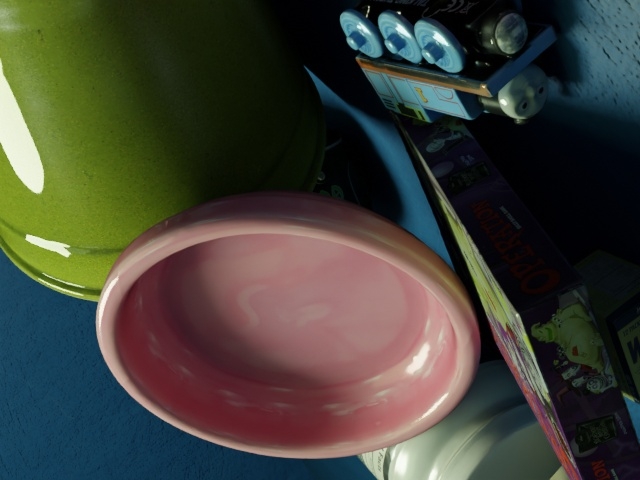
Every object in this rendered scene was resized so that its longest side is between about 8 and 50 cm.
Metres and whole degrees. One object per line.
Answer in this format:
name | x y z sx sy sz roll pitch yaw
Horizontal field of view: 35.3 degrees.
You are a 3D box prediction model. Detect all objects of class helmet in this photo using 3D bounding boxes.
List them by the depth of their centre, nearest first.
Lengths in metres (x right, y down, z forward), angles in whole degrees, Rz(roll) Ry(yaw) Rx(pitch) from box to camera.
helmet | -0.020 -0.030 1.116 0.169 0.169 0.161 27 132 63

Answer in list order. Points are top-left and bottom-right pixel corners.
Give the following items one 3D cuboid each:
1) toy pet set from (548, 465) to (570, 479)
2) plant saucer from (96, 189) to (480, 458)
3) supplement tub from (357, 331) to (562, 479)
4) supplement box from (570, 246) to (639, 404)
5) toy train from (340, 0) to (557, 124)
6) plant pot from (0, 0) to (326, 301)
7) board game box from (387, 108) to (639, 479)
toy pet set | 0.258 0.215 0.885 0.065 0.114 0.122 49 172 -27
plant saucer | -0.026 0.072 0.891 0.084 0.332 0.332 -84 -19 -43
supplement tub | 0.115 0.173 1.070 0.272 0.191 0.191 42 161 43
supplement box | 0.220 0.062 0.745 0.083 0.056 0.083 32 152 59
toy train | 0.089 -0.133 0.702 0.105 0.080 0.184 53 167 -30
plant pot | -0.197 -0.188 0.899 0.366 0.366 0.353 47 165 29
board game box | 0.136 0.029 0.738 0.208 0.056 0.347 59 -174 -29
